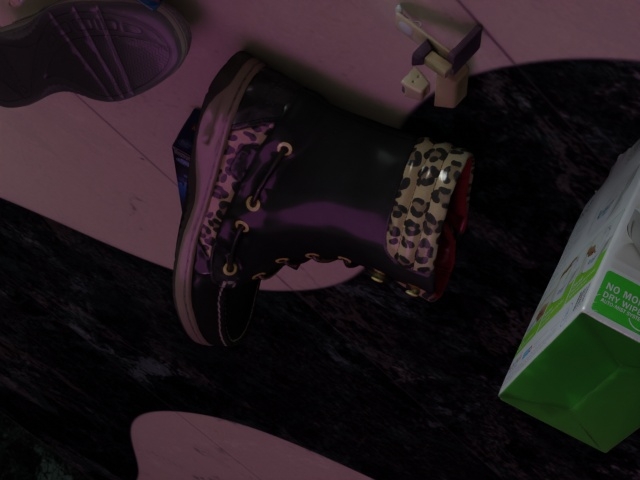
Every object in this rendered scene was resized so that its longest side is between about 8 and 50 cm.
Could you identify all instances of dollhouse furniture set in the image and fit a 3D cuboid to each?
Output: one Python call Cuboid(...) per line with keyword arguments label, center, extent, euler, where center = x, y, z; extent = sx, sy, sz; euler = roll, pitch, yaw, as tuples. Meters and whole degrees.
Cuboid(label="dollhouse furniture set", center=(0.088, -0.160, 1.566), extent=(0.081, 0.091, 0.114), euler=(38, 162, 17))

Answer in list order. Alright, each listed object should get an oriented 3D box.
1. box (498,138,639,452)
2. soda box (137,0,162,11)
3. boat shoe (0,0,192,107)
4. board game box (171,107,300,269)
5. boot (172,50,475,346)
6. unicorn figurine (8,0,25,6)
Cuboid(label="box", center=(0.288, 0.038, 1.543), extent=(0.127, 0.231, 0.262), euler=(28, 156, 1))
Cuboid(label="soda box", center=(-0.214, -0.301, 1.614), extent=(0.183, 0.063, 0.058), euler=(33, 156, -9))
Cuboid(label="boat shoe", center=(-0.250, -0.214, 1.805), extent=(0.320, 0.103, 0.118), euler=(-7, 119, 44))
Cuboid(label="board game box", center=(-0.091, -0.049, 1.984), extent=(0.194, 0.060, 0.194), euler=(29, 156, -2))
Cuboid(label="boot", center=(0.000, 0.000, 1.804), extent=(0.284, 0.138, 0.377), euler=(19, 126, 12))
Cuboid(label="unicorn figurine", center=(-0.317, -0.294, 1.740), extent=(0.162, 0.060, 0.111), euler=(29, 156, -1))
